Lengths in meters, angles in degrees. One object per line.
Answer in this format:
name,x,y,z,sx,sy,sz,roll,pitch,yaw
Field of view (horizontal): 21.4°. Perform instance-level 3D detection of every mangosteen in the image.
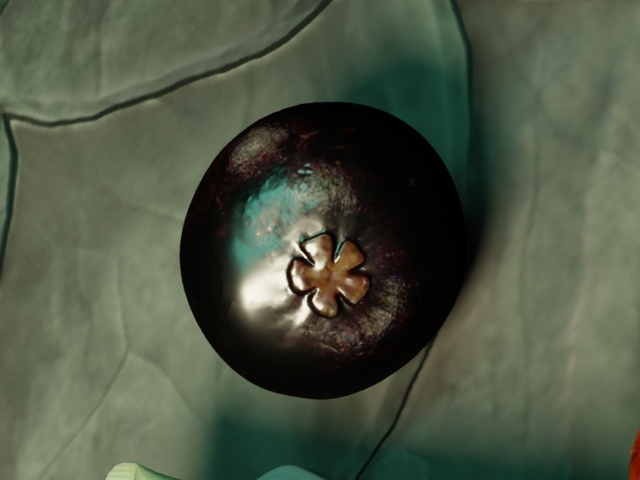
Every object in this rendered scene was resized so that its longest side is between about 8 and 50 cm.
mangosteen,0.000,0.000,0.783,0.137,0.137,0.151,-49,14,7

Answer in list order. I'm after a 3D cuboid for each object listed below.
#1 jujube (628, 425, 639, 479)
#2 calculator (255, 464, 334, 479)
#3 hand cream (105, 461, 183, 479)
jujube,0.192,0.064,0.614,0.176,0.109,0.112,-45,12,21
calculator,0.022,0.176,0.724,0.210,0.039,0.121,21,83,41
hand cream,0.012,0.164,0.652,0.306,0.093,0.147,-2,73,37
